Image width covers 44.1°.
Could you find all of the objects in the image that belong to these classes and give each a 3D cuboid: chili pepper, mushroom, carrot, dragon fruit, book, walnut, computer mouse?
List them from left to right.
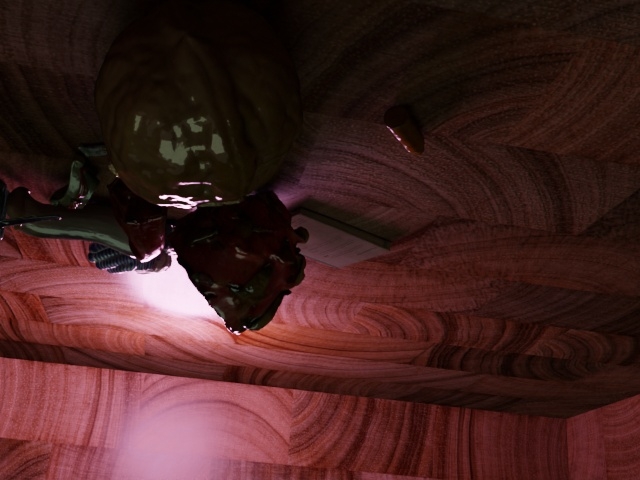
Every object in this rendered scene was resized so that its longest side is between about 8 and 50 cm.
[{"bbox_3d":[-0.558,-0.031,1.820,0.329,0.122,0.159,15,137,-25],"label":"mushroom"},{"bbox_3d":[-0.376,-0.028,1.696,0.144,0.136,0.252,23,144,13],"label":"chili pepper"},{"bbox_3d":[-0.358,0.007,1.959,0.106,0.062,0.192,6,156,-4],"label":"computer mouse"},{"bbox_3d":[-0.177,-0.199,1.153,0.306,0.306,0.344,4,159,1],"label":"walnut"},{"bbox_3d":[-0.151,0.031,1.712,0.263,0.314,0.296,-35,120,-6],"label":"dragon fruit"},{"bbox_3d":[0.000,0.000,1.929,0.283,0.025,0.215,22,152,-34],"label":"book"},{"bbox_3d":[0.160,-0.192,1.423,0.048,0.048,0.139,-8,157,26],"label":"carrot"}]

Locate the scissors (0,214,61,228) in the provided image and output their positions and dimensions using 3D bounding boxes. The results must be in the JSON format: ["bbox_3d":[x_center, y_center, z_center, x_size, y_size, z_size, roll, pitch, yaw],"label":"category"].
[{"bbox_3d":[-0.713,-0.033,1.670,0.317,0.024,0.160,-6,149,-11],"label":"scissors"}]

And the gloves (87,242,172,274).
[{"bbox_3d":[-0.482,0.034,2.002,0.229,0.119,0.097,4,135,-42],"label":"gloves"}]

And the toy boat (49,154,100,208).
[{"bbox_3d":[-0.519,-0.114,1.678,0.071,0.089,0.185,32,138,-18],"label":"toy boat"}]

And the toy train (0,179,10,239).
[{"bbox_3d":[-0.830,-0.082,1.709,0.238,0.167,0.299,-11,155,19],"label":"toy train"}]

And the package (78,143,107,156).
[{"bbox_3d":[-0.427,-0.183,1.580,0.110,0.015,0.037,-3,151,13],"label":"package"}]

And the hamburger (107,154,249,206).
[{"bbox_3d":[-0.253,-0.155,1.441,0.283,0.156,0.144,19,134,-43],"label":"hamburger"}]
